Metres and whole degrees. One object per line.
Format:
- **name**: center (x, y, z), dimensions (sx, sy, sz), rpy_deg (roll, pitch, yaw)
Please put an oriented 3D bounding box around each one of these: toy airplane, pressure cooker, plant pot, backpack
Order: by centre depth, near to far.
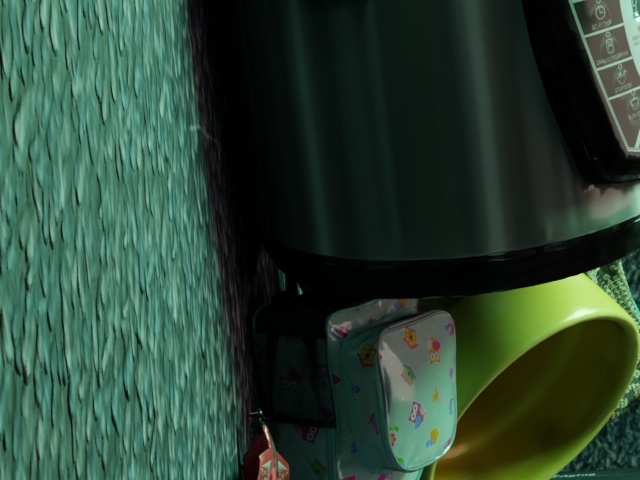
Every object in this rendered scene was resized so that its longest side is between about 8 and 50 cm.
- **toy airplane**: center (-0.042, 0.198, 1.468), dimensions (0.151, 0.028, 0.151), rpy_deg (-6, 90, -84)
- **pressure cooker**: center (0.097, -0.193, 1.650), dimensions (0.370, 0.375, 0.420), rpy_deg (-130, -149, -71)
- **backpack**: center (0.032, 0.136, 1.665), dimensions (0.166, 0.144, 0.188), rpy_deg (-18, 114, -58)
- **plant pot**: center (0.127, 0.090, 1.864), dimensions (0.239, 0.254, 0.254), rpy_deg (47, -17, 32)

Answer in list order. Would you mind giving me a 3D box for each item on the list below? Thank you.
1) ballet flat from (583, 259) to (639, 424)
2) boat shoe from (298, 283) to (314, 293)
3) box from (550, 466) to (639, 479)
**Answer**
- **ballet flat**: center (0.253, 0.024, 2.236), dimensions (0.182, 0.164, 0.483), rpy_deg (-44, 126, -35)
- **boat shoe**: center (0.019, -0.095, 1.994), dimensions (0.120, 0.122, 0.324), rpy_deg (55, 30, -67)
- **box**: center (0.245, 0.394, 1.935), dimensions (0.472, 0.479, 0.297), rpy_deg (-31, 117, -84)
